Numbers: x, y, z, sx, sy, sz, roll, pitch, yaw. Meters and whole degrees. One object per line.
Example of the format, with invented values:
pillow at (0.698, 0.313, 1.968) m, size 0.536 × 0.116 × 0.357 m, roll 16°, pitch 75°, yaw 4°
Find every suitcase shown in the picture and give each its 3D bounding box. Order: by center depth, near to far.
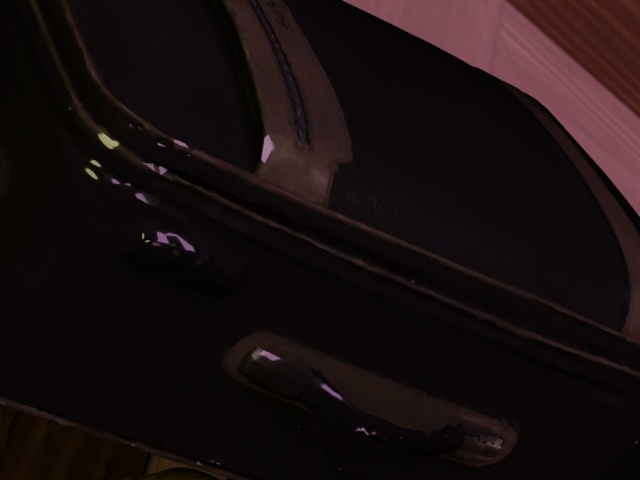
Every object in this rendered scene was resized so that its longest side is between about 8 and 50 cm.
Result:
suitcase at (0.000, 0.000, 0.863) m, size 0.434 × 0.194 × 0.283 m, roll 22°, pitch 24°, yaw -32°

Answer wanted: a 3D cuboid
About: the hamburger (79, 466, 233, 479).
hamburger at (-0.058, 0.233, 0.735) m, size 0.155 × 0.245 × 0.282 m, roll 38°, pitch 77°, yaw -23°
